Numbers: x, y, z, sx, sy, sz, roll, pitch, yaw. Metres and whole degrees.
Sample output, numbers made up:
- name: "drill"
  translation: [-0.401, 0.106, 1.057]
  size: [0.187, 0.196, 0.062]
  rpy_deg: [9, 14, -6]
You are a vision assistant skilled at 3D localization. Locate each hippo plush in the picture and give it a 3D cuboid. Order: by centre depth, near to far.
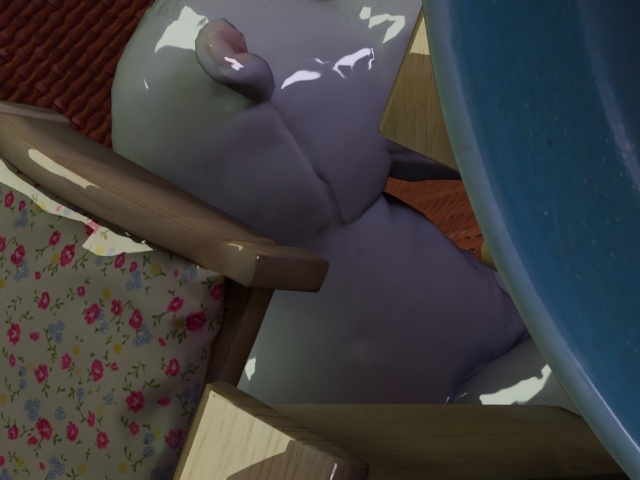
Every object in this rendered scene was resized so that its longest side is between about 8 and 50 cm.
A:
- name: "hippo plush"
  translation: [0.000, 0.000, 0.804]
  size: [0.294, 0.236, 0.234]
  rpy_deg: [-19, 10, -9]

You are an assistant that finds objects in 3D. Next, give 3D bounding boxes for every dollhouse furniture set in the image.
- name: "dollhouse furniture set"
  translation: [-0.088, 0.025, 0.594]
  size: [0.174, 0.356, 0.303]
  rpy_deg: [7, -73, -55]

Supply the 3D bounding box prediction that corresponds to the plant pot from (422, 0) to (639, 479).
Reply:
- name: "plant pot"
  translation: [0.199, -0.072, 0.366]
  size: [0.272, 0.271, 0.255]
  rpy_deg: [-42, -7, 39]
